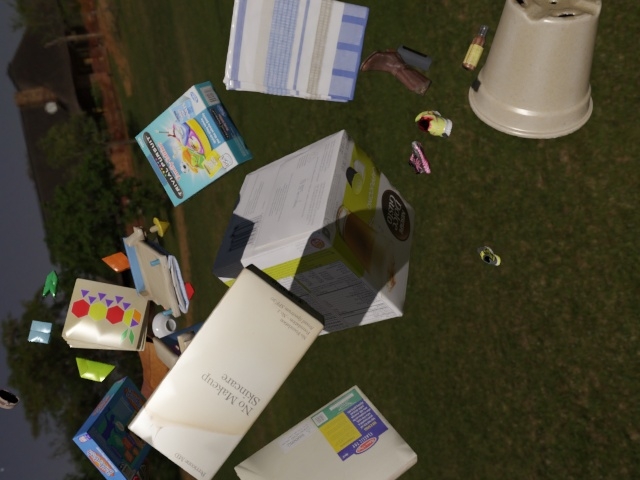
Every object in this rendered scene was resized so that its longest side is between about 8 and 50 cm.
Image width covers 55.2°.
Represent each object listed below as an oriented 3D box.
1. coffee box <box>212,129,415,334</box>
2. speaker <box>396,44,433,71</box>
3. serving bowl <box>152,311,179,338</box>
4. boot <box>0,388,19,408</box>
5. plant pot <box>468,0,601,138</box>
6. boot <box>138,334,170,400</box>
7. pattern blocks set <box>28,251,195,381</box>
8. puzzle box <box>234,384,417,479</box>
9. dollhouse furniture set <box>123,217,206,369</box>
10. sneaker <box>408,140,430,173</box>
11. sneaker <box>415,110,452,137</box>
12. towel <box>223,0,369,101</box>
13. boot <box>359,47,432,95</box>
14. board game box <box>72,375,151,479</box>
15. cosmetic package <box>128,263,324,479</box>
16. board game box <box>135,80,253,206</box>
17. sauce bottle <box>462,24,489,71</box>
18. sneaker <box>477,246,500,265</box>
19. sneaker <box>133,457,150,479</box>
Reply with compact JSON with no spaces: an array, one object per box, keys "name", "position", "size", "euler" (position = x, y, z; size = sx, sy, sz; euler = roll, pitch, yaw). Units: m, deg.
[{"name":"coffee box","position":[0.000,0.000,1.516],"size":[0.334,0.338,0.338],"euler":[44,-137,-32]},{"name":"speaker","position":[0.344,-0.670,2.252],"size":[0.055,0.136,0.055],"euler":[23,-90,-87]},{"name":"serving bowl","position":[-0.422,0.236,1.690],"size":[0.027,0.083,0.083],"euler":[-13,88,36]},{"name":"boot","position":[-0.733,0.344,1.360],"size":[0.087,0.118,0.042],"euler":[-18,52,35]},{"name":"plant pot","position":[0.572,-0.489,1.589],"size":[0.306,0.333,0.334],"euler":[85,165,-49]},{"name":"boot","position":[-0.445,0.428,1.856],"size":[0.264,0.096,0.281],"euler":[18,116,33]},{"name":"pattern blocks set","position":[-0.473,0.170,1.377],"size":[0.026,0.324,0.286],"euler":[107,-178,-79]},{"name":"puzzle box","position":[0.015,0.591,1.607],"size":[0.272,0.408,0.052],"euler":[44,155,40]},{"name":"dollhouse furniture set","position":[-0.240,0.106,1.252],"size":[0.286,0.198,0.304],"euler":[18,123,55]},{"name":"sneaker","position":[0.276,-0.233,1.759],"size":[0.047,0.057,0.119],"euler":[-81,-30,-41]},{"name":"sneaker","position":[0.372,-0.412,2.129],"size":[0.208,0.094,0.082],"euler":[-137,53,-66]},{"name":"towel","position":[-0.050,-0.402,1.271],"size":[0.034,0.284,0.209],"euler":[-120,37,-62]},{"name":"boot","position":[0.144,-0.309,1.147],"size":[0.114,0.106,0.037],"euler":[49,148,15]},{"name":"board game box","position":[-0.459,0.441,1.419],"size":[0.160,0.047,0.210],"euler":[58,-161,-14]},{"name":"cosmetic package","position":[-0.144,0.207,0.985],"size":[0.160,0.309,0.113],"euler":[35,180,-1]},{"name":"board game box","position":[-0.390,-0.283,1.854],"size":[0.336,0.079,0.254],"euler":[-26,95,40]},{"name":"sauce bottle","position":[0.450,-0.554,1.763],"size":[0.128,0.042,0.042],"euler":[-66,23,7]},{"name":"sneaker","position":[0.439,0.039,1.619],"size":[0.083,0.035,0.031],"euler":[44,127,56]},{"name":"sneaker","position":[-0.613,0.841,2.022],"size":[0.112,0.120,0.299],"euler":[-60,-10,-59]}]
